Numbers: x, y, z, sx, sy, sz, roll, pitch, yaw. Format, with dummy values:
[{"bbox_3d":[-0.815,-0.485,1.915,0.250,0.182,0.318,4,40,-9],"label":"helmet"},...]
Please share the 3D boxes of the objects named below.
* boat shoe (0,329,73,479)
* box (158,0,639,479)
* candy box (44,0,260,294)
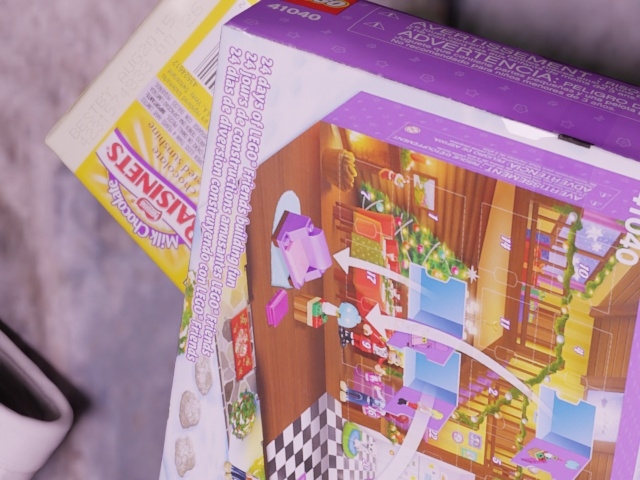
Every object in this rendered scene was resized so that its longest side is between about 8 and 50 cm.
[{"bbox_3d":[-0.204,-0.002,0.579,0.088,0.096,0.267,-42,85,16],"label":"boat shoe"},{"bbox_3d":[0.048,0.084,0.483,0.201,0.057,0.293,20,121,16],"label":"box"},{"bbox_3d":[0.000,0.000,0.541,0.206,0.027,0.105,47,115,6],"label":"candy box"}]
